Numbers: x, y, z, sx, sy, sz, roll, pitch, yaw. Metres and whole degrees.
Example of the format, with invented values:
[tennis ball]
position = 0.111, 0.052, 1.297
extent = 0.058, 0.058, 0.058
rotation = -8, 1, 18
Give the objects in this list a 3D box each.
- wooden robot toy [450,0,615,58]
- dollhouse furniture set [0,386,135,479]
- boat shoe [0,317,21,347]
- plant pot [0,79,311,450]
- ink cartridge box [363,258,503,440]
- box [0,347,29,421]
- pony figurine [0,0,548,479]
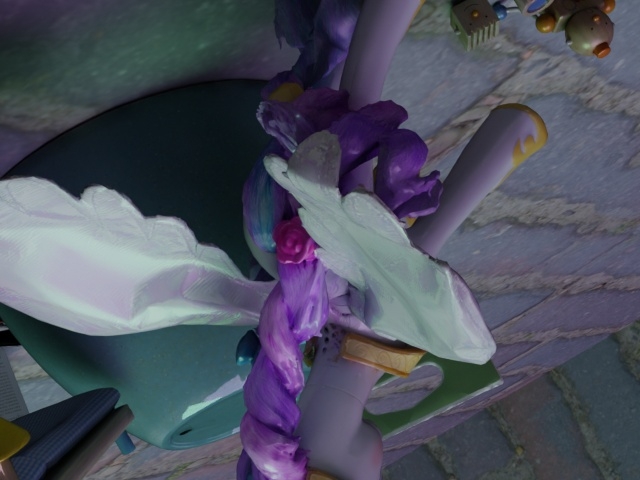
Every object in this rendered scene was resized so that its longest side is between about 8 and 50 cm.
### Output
[wooden robot toy]
position = 0.188, -0.172, 0.882
extent = 0.173, 0.079, 0.076
rotation = -20, 161, -18
[dollhouse furniture set]
position = -0.271, 0.111, 0.792
extent = 0.303, 0.198, 0.286
rotation = -25, -170, 22
[boat shoe]
position = -0.286, 0.074, 0.980
extent = 0.133, 0.042, 0.049
rotation = -8, 156, -41
[plant pot]
position = -0.095, 0.042, 0.903
extent = 0.290, 0.195, 0.290
rotation = -24, 162, -8
[ink cartridge box]
position = 0.039, 0.069, 1.088
extent = 0.171, 0.235, 0.056
rotation = -25, 159, -6
[box]
position = -0.332, 0.165, 1.089
extent = 0.102, 0.087, 0.101
rotation = -14, 158, -32
[pony figurine]
position = 0.000, 0.000, 0.676
extent = 0.303, 0.363, 0.351
rotation = 2, 149, 32
